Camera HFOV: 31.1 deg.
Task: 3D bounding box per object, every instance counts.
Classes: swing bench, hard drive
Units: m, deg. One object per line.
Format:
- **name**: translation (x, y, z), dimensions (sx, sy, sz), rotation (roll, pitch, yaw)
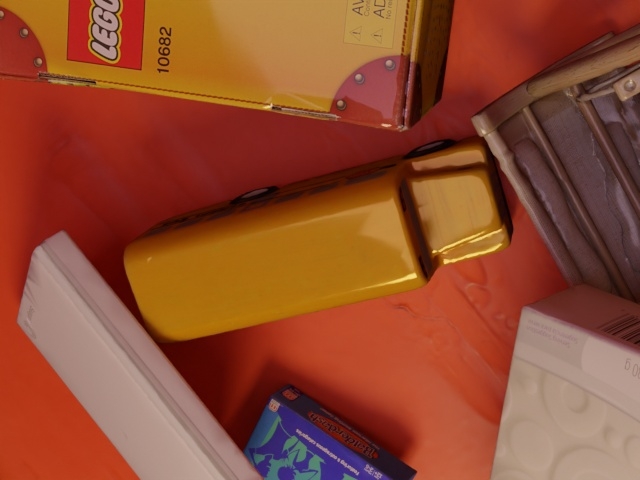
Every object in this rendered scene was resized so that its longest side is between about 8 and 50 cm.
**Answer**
- **swing bench**: translation (0.304, -0.056, 0.927), dimensions (0.255, 0.165, 0.253), rotation (-22, 100, 46)
- **hard drive**: translation (-0.178, 0.154, 1.108), dimensions (0.307, 0.040, 0.203), rotation (49, 150, 8)

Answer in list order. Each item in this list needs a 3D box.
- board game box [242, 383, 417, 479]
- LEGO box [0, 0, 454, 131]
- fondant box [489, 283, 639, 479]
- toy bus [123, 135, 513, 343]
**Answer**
- **board game box**: translation (-0.020, 0.277, 1.163), dimensions (0.160, 0.047, 0.210), rotation (32, 111, 17)
- **LEGO box**: translation (-0.066, -0.365, 0.933), dimensions (0.373, 0.193, 0.499), rotation (10, 107, 12)
- **fondant box**: translation (0.251, 0.229, 0.890), dimensions (0.238, 0.096, 0.330), rotation (23, 116, 39)
- **toy bus**: translation (0.000, 0.000, 1.050), dimensions (0.333, 0.130, 0.108), rotation (-14, 101, 19)
